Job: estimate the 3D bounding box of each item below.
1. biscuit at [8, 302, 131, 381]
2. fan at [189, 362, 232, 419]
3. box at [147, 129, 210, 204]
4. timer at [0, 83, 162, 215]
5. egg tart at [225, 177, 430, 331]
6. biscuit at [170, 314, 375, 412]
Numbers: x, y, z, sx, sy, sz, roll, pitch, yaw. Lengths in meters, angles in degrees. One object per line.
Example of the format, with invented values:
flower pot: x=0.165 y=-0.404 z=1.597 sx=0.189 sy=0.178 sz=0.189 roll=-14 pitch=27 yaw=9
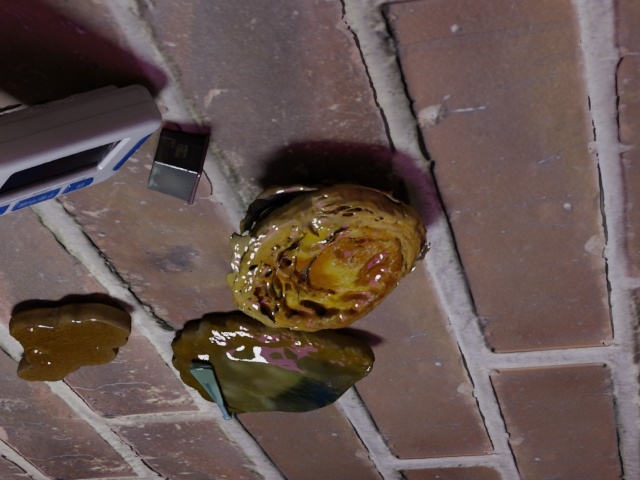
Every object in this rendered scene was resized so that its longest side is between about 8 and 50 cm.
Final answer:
biscuit: x=-0.419 y=0.165 z=2.146 sx=0.183 sy=0.047 sz=0.320 roll=14 pitch=150 yaw=-16
fan: x=-0.175 y=0.253 z=2.197 sx=0.038 sy=0.016 sz=0.193 roll=0 pitch=148 yaw=14
box: x=-0.177 y=-0.092 z=1.642 sx=0.063 sy=0.060 sz=0.085 roll=12 pitch=152 yaw=-8
timer: x=-0.320 y=-0.102 z=1.511 sx=0.253 sy=0.078 sz=0.178 roll=-22 pitch=170 yaw=-41
egg tart: x=0.000 y=0.000 z=1.747 sx=0.297 sy=0.132 sz=0.297 roll=-9 pitch=145 yaw=-7
biscuit: x=-0.090 y=0.221 z=2.202 sx=0.329 sy=0.078 sz=0.335 roll=11 pitch=149 yaw=-5
